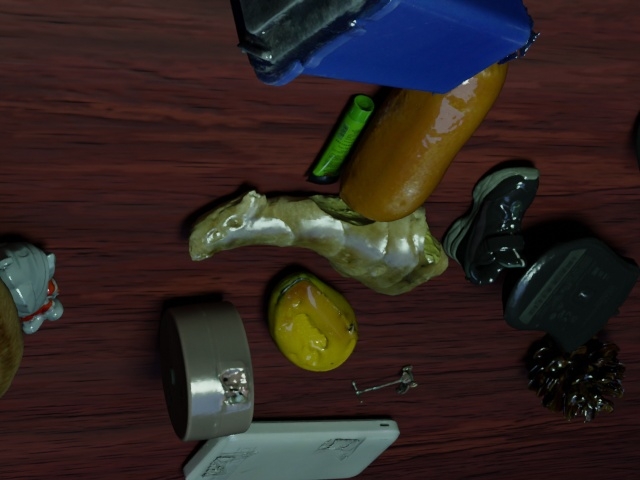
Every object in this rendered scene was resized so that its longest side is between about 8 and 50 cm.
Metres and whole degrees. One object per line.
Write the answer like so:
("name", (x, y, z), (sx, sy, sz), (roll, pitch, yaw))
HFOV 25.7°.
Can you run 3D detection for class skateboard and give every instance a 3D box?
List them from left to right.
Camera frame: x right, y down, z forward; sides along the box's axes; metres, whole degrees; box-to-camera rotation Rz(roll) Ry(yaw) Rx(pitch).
("skateboard", (0.082, 0.197, 1.861), (0.083, 0.032, 0.064), (-12, 157, -18))

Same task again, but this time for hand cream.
("hand cream", (0.022, -0.096, 1.401), (0.036, 0.023, 0.122), (-3, 144, -27))

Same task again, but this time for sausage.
("sausage", (0.097, -0.106, 1.367), (0.098, 0.098, 0.238), (5, 136, -34))

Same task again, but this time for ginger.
("ginger", (0.000, 0.000, 1.487), (0.294, 0.086, 0.131), (6, 148, -23))

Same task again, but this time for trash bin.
("trash bin", (0.057, -0.210, 1.122), (0.234, 0.162, 0.184), (9, 151, -45))

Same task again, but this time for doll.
("doll", (-0.298, 0.048, 1.392), (0.094, 0.079, 0.180), (-30, 160, -8))

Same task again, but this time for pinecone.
("pinecone", (0.350, 0.183, 1.907), (0.140, 0.121, 0.140), (-16, 140, -14))

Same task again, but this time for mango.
("mango", (-0.012, 0.091, 1.621), (0.101, 0.066, 0.187), (-16, 143, 7))

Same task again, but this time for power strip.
("power strip", (-0.127, 0.144, 1.548), (0.078, 0.154, 0.154), (-5, 144, -17))

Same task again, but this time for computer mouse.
("computer mouse", (0.293, 0.048, 1.708), (0.147, 0.088, 0.264), (-49, 141, 10))

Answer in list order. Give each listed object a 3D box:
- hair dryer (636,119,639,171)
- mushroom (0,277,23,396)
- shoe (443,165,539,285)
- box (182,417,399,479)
("hair dryer", (0.477, -0.051, 1.615), (0.320, 0.156, 0.284), (-2, 133, -41))
("mushroom", (-0.403, 0.064, 1.277), (0.278, 0.146, 0.278), (7, 139, 6))
("shoe", (0.203, -0.005, 1.567), (0.071, 0.099, 0.169), (3, 140, -28))
("box", (-0.037, 0.287, 1.911), (0.285, 0.044, 0.142), (3, 142, -33))
